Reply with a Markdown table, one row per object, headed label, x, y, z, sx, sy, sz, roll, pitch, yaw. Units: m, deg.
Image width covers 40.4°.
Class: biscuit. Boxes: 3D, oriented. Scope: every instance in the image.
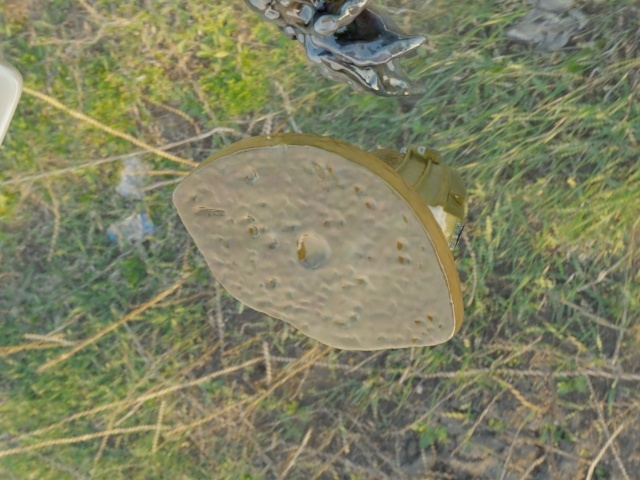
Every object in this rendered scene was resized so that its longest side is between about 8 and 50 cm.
| label | x | y | z | sx | sy | sz | roll | pitch | yaw |
| --- | --- | --- | --- | --- | --- | --- | --- | --- | --- |
| biscuit | 0.000 | 0.000 | 0.597 | 0.221 | 0.029 | 0.142 | 23 | 117 | 9 |

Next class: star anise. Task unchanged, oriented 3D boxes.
| label | x | y | z | sx | sy | sz | roll | pitch | yaw |
| --- | --- | --- | --- | --- | --- | --- | --- | --- | --- |
| star anise | -0.008 | -0.174 | 0.651 | 0.061 | 0.204 | 0.180 | -51 | 47 | 2 |

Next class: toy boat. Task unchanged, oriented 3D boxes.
| label | x | y | z | sx | sy | sz | roll | pitch | yaw |
| --- | --- | --- | --- | --- | --- | --- | --- | --- | --- |
| toy boat | 0.070 | -0.034 | 0.793 | 0.115 | 0.310 | 0.089 | 19 | 108 | 4 |

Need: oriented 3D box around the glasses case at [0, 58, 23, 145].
| label | x | y | z | sx | sy | sz | roll | pitch | yaw |
| --- | --- | --- | --- | --- | --- | --- | --- | --- | --- |
| glasses case | -0.453 | -0.158 | 0.782 | 0.336 | 0.076 | 0.144 | 20 | 98 | -28 |
